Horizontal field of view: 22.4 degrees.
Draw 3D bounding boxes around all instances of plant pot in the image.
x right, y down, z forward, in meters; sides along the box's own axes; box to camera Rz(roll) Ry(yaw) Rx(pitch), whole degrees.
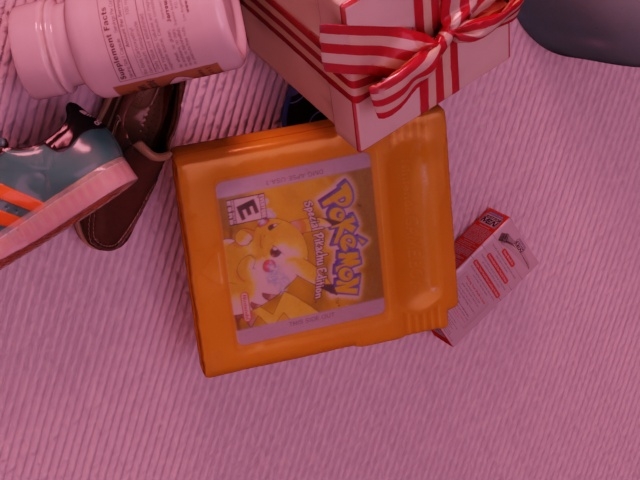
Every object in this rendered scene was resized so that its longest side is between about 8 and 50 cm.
[{"bbox_3d":[0.419,-0.349,2.019,0.293,0.235,0.293,-12,113,-29],"label":"plant pot"}]

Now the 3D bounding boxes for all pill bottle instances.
[{"bbox_3d":[-0.202,-0.220,1.692,0.229,0.131,0.131,-12,119,8],"label":"pill bottle"}]

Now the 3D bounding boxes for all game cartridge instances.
[{"bbox_3d":[0.000,0.000,1.893,0.323,0.053,0.285,-11,113,-11],"label":"game cartridge"}]

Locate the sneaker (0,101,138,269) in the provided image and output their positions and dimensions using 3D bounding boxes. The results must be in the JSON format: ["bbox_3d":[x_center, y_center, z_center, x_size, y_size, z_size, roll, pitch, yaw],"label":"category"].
[{"bbox_3d":[-0.355,-0.037,1.742,0.302,0.108,0.121,-31,89,-6],"label":"sneaker"}]

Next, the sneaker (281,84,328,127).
[{"bbox_3d":[0.001,-0.094,1.940,0.081,0.090,0.232,-5,111,-31],"label":"sneaker"}]

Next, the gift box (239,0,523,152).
[{"bbox_3d":[0.054,-0.280,1.754,0.255,0.258,0.276,-36,147,-15],"label":"gift box"}]

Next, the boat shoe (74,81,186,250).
[{"bbox_3d":[-0.211,-0.104,1.800,0.095,0.095,0.257,6,104,-34],"label":"boat shoe"}]

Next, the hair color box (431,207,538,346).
[{"bbox_3d":[0.201,0.049,2.145,0.167,0.053,0.093,-43,124,-10],"label":"hair color box"}]
